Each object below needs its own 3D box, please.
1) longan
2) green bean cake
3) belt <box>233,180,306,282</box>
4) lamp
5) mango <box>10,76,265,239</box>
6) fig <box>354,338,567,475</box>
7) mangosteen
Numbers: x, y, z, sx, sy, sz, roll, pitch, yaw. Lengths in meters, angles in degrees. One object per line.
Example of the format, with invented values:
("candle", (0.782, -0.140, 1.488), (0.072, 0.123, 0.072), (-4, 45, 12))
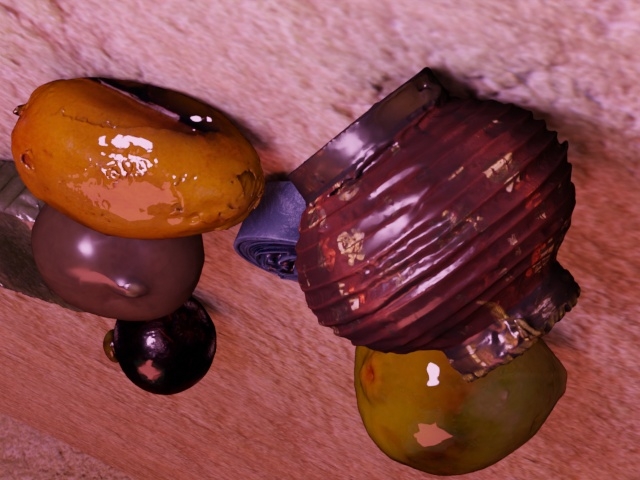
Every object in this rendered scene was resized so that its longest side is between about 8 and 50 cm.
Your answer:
("longan", (-0.221, 0.007, 1.516), (0.189, 0.189, 0.189), (18, 160, 7))
("green bean cake", (-0.348, -0.011, 1.657), (0.185, 0.094, 0.183), (9, 142, 34))
("belt", (0.000, 0.000, 1.406), (0.190, 0.082, 0.141), (2, 159, 45))
("lamp", (0.094, -0.008, 1.084), (0.247, 0.247, 0.247), (18, 160, 7))
("mango", (-0.174, -0.076, 1.321), (0.248, 0.151, 0.156), (11, -169, 8))
("fig", (0.149, 0.162, 1.509), (0.230, 0.207, 0.207), (32, 158, -27))
("mangosteen", (-0.220, 0.139, 1.890), (0.152, 0.152, 0.152), (18, 160, 7))
